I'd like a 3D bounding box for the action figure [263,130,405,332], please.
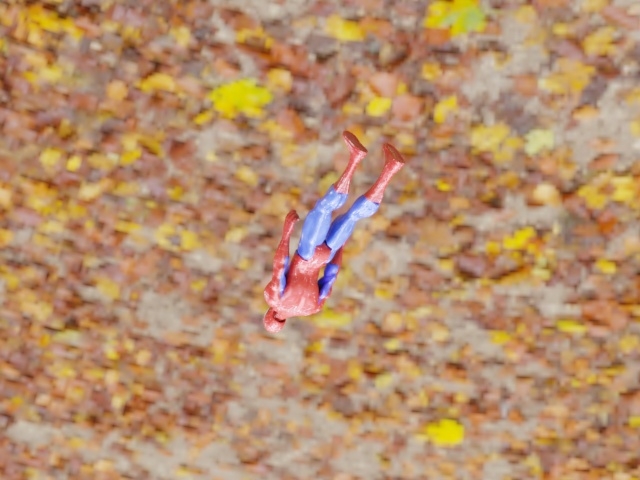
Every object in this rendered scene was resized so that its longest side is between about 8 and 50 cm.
[{"bbox_3d":[0.000,0.000,0.665,0.038,0.030,0.115,12,119,-34],"label":"action figure"}]
